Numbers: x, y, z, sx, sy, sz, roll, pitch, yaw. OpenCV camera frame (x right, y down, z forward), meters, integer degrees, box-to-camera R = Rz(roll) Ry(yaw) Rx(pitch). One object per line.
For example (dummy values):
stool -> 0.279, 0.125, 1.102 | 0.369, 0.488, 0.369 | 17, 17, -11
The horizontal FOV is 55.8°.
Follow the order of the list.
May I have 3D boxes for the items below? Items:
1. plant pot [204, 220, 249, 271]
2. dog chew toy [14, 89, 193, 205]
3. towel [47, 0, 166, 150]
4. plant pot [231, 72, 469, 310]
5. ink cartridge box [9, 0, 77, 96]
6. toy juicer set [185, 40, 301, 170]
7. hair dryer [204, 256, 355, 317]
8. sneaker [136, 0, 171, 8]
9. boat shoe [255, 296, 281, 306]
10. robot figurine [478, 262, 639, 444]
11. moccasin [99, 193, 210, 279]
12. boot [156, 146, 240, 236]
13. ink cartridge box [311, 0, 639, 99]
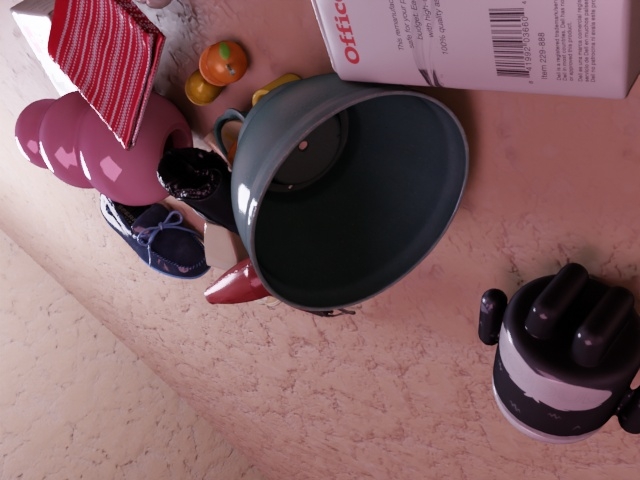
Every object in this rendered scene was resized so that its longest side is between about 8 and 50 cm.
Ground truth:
plant pot -> -0.171, -0.009, 1.210 | 0.109, 0.109, 0.096 | 13, 130, 38
dog chew toy -> -0.401, -0.177, 1.086 | 0.331, 0.207, 0.207 | 10, 141, 17
towel -> -0.339, -0.295, 0.924 | 0.275, 0.031, 0.199 | 47, 127, 25
plant pot -> 0.010, -0.086, 0.761 | 0.196, 0.293, 0.293 | 50, 164, 44
ink cartridge box -> -0.424, -0.308, 1.131 | 0.239, 0.060, 0.275 | 20, 145, 33
toy juicer set -> -0.142, -0.169, 0.968 | 0.209, 0.089, 0.329 | 36, 150, 7
hair dryer -> -0.078, 0.105, 1.146 | 0.293, 0.080, 0.224 | 4, 141, 4
sneaker -> -0.279, -0.395, 0.842 | 0.170, 0.068, 0.071 | 22, 138, -12
boat shoe -> -0.120, 0.107, 1.340 | 0.059, 0.063, 0.170 | 44, 151, -18
robot figurine -> 0.323, 0.155, 0.805 | 0.173, 0.209, 0.278 | -10, 138, -1
moccasin -> -0.404, -0.027, 1.409 | 0.342, 0.138, 0.117 | 28, 144, 18
boot -> -0.189, -0.091, 0.986 | 0.246, 0.094, 0.207 | 33, 174, 38
ink cartridge box -> 0.130, -0.250, 0.520 | 0.289, 0.121, 0.211 | 16, 142, 36
